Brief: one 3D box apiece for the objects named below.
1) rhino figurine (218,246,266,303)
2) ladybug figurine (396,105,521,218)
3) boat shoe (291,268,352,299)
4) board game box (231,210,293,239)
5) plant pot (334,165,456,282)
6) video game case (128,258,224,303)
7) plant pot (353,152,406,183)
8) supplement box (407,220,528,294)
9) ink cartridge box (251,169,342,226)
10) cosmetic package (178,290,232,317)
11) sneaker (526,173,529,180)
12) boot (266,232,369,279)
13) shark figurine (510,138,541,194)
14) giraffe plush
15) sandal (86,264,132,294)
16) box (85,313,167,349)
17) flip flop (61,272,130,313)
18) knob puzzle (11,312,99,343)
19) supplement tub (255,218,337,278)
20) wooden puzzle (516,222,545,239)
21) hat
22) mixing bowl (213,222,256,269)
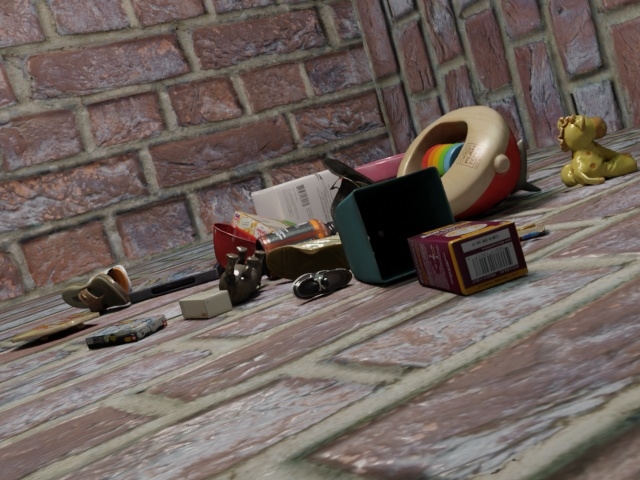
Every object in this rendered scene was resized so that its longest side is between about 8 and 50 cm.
[{"bbox_3d":[-0.159,0.069,1.794,0.073,0.106,0.243,15,9,6],"label":"rhino figurine"},{"bbox_3d":[0.344,-0.173,2.059,0.305,0.162,0.449,-60,19,-2],"label":"ladybug figurine"},{"bbox_3d":[0.004,0.077,1.524,0.125,0.046,0.038,-10,-4,-39],"label":"boat shoe"},{"bbox_3d":[-0.113,-0.019,2.114,0.147,0.045,0.193,11,10,-36],"label":"board game box"},{"bbox_3d":[0.122,-0.015,1.553,0.166,0.165,0.234,-18,-2,-17],"label":"plant pot"},{"bbox_3d":[-0.397,0.109,2.394,0.248,0.035,0.275,-16,5,0],"label":"video game case"},{"bbox_3d":[0.211,-0.150,2.455,0.201,0.180,0.201,-15,6,2],"label":"plant pot"},{"bbox_3d":[0.215,0.022,1.266,0.104,0.080,0.188,-18,6,-13],"label":"supplement box"},{"bbox_3d":[-0.033,-0.078,2.353,0.273,0.198,0.115,-20,6,-41],"label":"ink cartridge box"},{"bbox_3d":[-0.231,0.129,1.691,0.060,0.041,0.115,-19,6,-33],"label":"cosmetic package"},{"bbox_3d":[0.455,-0.192,2.332,0.114,0.152,0.305,-7,12,45],"label":"sneaker"},{"bbox_3d":[0.004,0.027,1.850,0.213,0.077,0.165,-8,9,24],"label":"boot"},{"bbox_3d":[0.510,-0.152,2.170,0.116,0.166,0.278,13,-2,8],"label":"shark figurine"},{"bbox_3d":[0.635,-0.224,2.028,0.210,0.170,0.181,-20,7,-36],"label":"giraffe plush"},{"bbox_3d":[-0.624,0.148,2.392,0.265,0.102,0.076,-23,1,45],"label":"sandal"},{"bbox_3d":[-0.386,0.182,1.681,0.137,0.027,0.094,-13,8,31],"label":"box"},{"bbox_3d":[-0.613,0.157,2.268,0.277,0.112,0.080,-10,38,39],"label":"flip flop"},{"bbox_3d":[-0.653,0.220,2.053,0.213,0.030,0.213,-15,6,2],"label":"knob puzzle"},{"bbox_3d":[-0.044,0.014,1.968,0.198,0.106,0.106,-17,6,-15],"label":"supplement tub"},{"bbox_3d":[0.368,-0.012,1.517,0.079,0.014,0.116,-19,4,22],"label":"wooden puzzle"},{"bbox_3d":[0.107,-0.081,2.170,0.134,0.331,0.331,-56,-2,11],"label":"hat"},{"bbox_3d":[-0.196,0.029,2.127,0.182,0.098,0.181,16,7,-2],"label":"mixing bowl"}]
